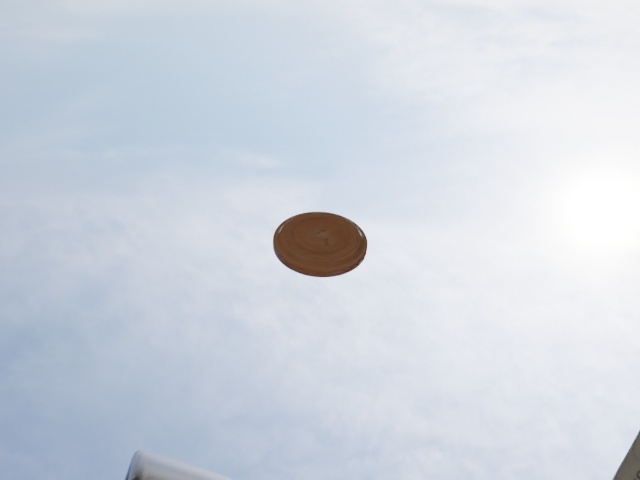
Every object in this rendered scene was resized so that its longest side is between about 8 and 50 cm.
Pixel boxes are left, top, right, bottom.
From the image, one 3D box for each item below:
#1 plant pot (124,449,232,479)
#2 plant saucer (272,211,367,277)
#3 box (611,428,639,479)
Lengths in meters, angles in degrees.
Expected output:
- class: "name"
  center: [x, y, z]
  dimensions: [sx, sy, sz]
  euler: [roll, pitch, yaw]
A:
- class: "plant pot"
  center: [-0.018, 0.312, 0.392]
  dimensions: [0.281, 0.323, 0.323]
  euler: [18, -146, -9]
- class: "plant saucer"
  center: [0.000, 0.000, 0.623]
  dimensions: [0.084, 0.013, 0.083]
  euler: [2, -140, -2]
- class: "box"
  center: [0.214, 0.162, 0.220]
  dimensions: [0.126, 0.149, 0.232]
  euler: [-56, -151, -9]
